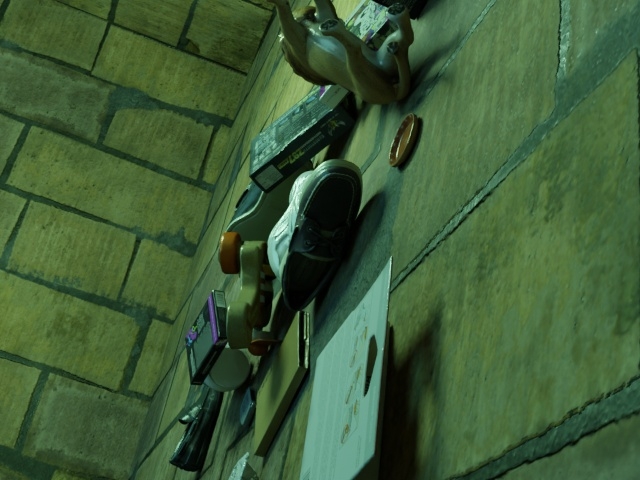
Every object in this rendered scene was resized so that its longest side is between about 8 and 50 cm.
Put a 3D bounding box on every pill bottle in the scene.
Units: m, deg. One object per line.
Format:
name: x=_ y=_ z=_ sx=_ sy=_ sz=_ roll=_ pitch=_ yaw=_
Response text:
pill bottle: x=-0.202 y=0.256 z=1.985 sx=0.180 sy=0.108 sz=0.108 roll=164 pitch=124 yaw=-74

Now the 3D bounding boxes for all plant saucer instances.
plant saucer: x=0.124 y=-0.146 z=1.414 sx=0.083 sy=0.013 sz=0.083 roll=-160 pitch=90 yaw=-77

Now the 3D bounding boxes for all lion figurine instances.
lion figurine: x=0.044 y=-0.302 z=1.568 sx=0.142 sy=0.240 sz=0.392 roll=-34 pitch=45 yaw=-7

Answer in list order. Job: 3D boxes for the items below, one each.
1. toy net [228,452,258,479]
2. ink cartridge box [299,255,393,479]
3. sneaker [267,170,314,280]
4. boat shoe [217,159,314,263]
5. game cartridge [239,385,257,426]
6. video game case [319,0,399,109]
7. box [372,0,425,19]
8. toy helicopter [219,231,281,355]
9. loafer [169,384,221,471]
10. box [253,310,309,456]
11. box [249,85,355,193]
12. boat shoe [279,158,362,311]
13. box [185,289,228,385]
toy net: x=-0.151 y=0.447 z=1.622 sx=0.122 sy=0.045 sz=0.232 roll=-95 pitch=29 yaw=-67
ink cartridge box: x=0.047 y=0.192 z=1.109 sx=0.239 sy=0.060 sz=0.275 roll=123 pitch=163 yaw=-44
sneaker: x=-0.027 y=-0.034 z=1.734 sx=0.115 sy=0.090 sz=0.232 roll=148 pitch=139 yaw=-66
boat shoe: x=-0.119 y=-0.073 z=2.101 sx=0.113 sy=0.127 sz=0.340 roll=-86 pitch=21 yaw=-55
game cartridge: x=-0.137 y=0.318 z=1.827 sx=0.056 sy=0.017 sz=0.083 roll=-64 pitch=13 yaw=11
video game case: x=0.077 y=-0.381 z=1.823 sx=0.210 sy=0.042 sz=0.232 roll=-47 pitch=22 yaw=29
box: x=0.132 y=-0.516 z=1.559 sx=0.261 sy=0.184 sz=0.103 roll=123 pitch=162 yaw=-45
toy helicopter: x=-0.131 y=0.128 z=1.785 sx=0.355 sy=0.140 sz=0.235 roll=-72 pitch=-18 yaw=-75
loafer: x=-0.278 y=0.404 z=2.157 sx=0.076 sy=0.078 sz=0.223 roll=137 pitch=151 yaw=-64
box: x=-0.066 y=0.240 z=1.620 sx=0.164 sy=0.021 sz=0.201 roll=-92 pitch=25 yaw=-60
box: x=-0.040 y=-0.216 z=1.919 sx=0.233 sy=0.059 sz=0.183 roll=-37 pitch=25 yaw=16
boat shoe: x=0.000 y=0.000 z=1.541 sx=0.092 sy=0.103 sz=0.285 roll=-93 pitch=21 yaw=-49
box: x=-0.222 y=0.192 z=1.883 sx=0.162 sy=0.029 sz=0.116 roll=-55 pitch=34 yaw=38
